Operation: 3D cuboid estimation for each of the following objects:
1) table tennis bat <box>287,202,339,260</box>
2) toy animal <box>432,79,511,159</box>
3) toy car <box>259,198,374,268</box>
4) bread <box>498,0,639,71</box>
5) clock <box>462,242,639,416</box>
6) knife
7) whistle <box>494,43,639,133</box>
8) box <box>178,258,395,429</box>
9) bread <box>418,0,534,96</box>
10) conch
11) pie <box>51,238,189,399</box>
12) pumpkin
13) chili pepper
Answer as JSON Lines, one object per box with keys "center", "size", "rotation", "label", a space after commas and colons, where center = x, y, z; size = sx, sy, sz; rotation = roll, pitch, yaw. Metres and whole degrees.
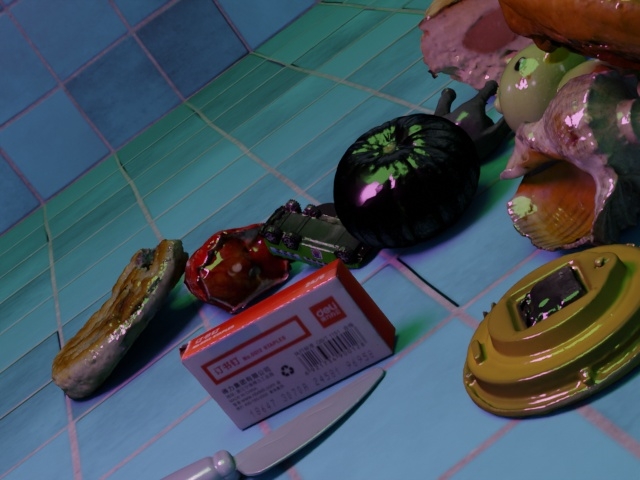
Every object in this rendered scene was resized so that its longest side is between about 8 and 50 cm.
{"center": [-0.012, -0.009, 1.761], "size": [0.130, 0.019, 0.220], "rotation": [-39, 17, -7], "label": "table tennis bat"}
{"center": [0.175, -0.155, 1.690], "size": [0.269, 0.082, 0.137], "rotation": [-13, 28, 47], "label": "toy animal"}
{"center": [0.000, 0.000, 1.612], "size": [0.165, 0.062, 0.071], "rotation": [15, 50, 27], "label": "toy car"}
{"center": [0.366, -0.266, 1.219], "size": [0.358, 0.337, 0.204], "rotation": [31, 102, 61], "label": "bread"}
{"center": [0.227, 0.070, 1.102], "size": [0.237, 0.057, 0.237], "rotation": [-32, 18, 12], "label": "clock"}
{"center": [-0.071, 0.233, 1.259], "size": [0.331, 0.044, 0.080], "rotation": [-31, 17, 4], "label": "knife"}
{"center": [0.329, -0.191, 1.433], "size": [0.141, 0.141, 0.294], "rotation": [-46, 22, -28], "label": "whistle"}
{"center": [-0.040, 0.123, 1.332], "size": [0.229, 0.123, 0.050], "rotation": [-30, 22, 19], "label": "box"}
{"center": [0.263, -0.313, 1.766], "size": [0.211, 0.183, 0.224], "rotation": [-38, 16, -4], "label": "bread"}
{"center": [0.272, -0.076, 1.228], "size": [0.245, 0.163, 0.178], "rotation": [-15, 49, 57], "label": "conch"}
{"center": [-0.320, 0.123, 1.844], "size": [0.302, 0.067, 0.302], "rotation": [-44, 16, 16], "label": "pie"}
{"center": [0.112, -0.075, 1.523], "size": [0.202, 0.140, 0.202], "rotation": [-20, 36, 15], "label": "pumpkin"}
{"center": [-0.140, 0.035, 1.756], "size": [0.144, 0.136, 0.252], "rotation": [-67, 17, -7], "label": "chili pepper"}
